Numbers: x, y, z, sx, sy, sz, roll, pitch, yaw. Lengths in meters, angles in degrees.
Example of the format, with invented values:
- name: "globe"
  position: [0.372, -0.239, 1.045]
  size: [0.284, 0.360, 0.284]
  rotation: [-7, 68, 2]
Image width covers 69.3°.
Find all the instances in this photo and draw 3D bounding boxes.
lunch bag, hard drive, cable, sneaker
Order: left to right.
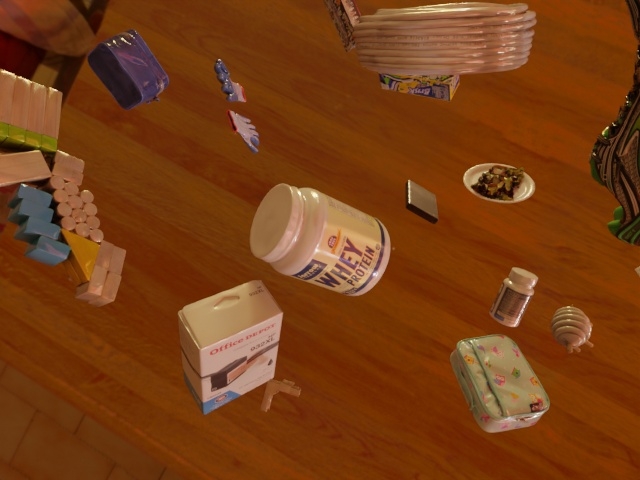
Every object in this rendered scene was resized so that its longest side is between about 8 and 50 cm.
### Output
- name: "lunch bag"
  position: [-0.259, -0.234, 0.643]
  size: [0.067, 0.065, 0.098]
  rotation: [-7, 126, 41]
- name: "hard drive"
  position: [0.274, -0.106, 1.262]
  size: [0.094, 0.135, 0.022]
  rotation: [29, 124, -10]
- name: "cable"
  position: [0.173, -0.294, 0.680]
  size: [0.257, 0.257, 0.089]
  rotation: [25, 126, 45]
- name: "lunch bag"
  position: [0.523, 0.421, 1.380]
  size: [0.223, 0.108, 0.279]
  rotation: [-1, 45, -17]
- name: "sneaker"
  position: [0.369, -0.123, 0.516]
  size: [0.146, 0.134, 0.344]
  rotation: [6, 127, 46]

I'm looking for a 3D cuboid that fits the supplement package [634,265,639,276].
- name: "supplement package"
  position: [0.855, 0.072, 1.061]
  size: [0.105, 0.105, 0.179]
  rotation: [28, 125, -26]

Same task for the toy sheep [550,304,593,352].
- name: "toy sheep"
  position: [0.568, 0.201, 1.049]
  size: [0.091, 0.132, 0.091]
  rotation: [13, 131, 15]

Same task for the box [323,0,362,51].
- name: "box"
  position: [0.043, -0.443, 0.891]
  size: [0.027, 0.094, 0.137]
  rotation: [-29, 103, -6]

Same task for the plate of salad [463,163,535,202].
- name: "plate of salad"
  position: [0.518, -0.176, 1.341]
  size: [0.199, 0.200, 0.048]
  rotation: [6, 133, 9]

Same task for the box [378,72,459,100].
- name: "box"
  position: [0.219, -0.363, 1.033]
  size: [0.168, 0.054, 0.059]
  rotation: [20, 70, 24]

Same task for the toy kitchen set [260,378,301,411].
- name: "toy kitchen set"
  position: [-0.098, 0.396, 1.174]
  size: [0.083, 0.068, 0.075]
  rotation: [15, 83, 6]

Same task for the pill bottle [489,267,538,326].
- name: "pill bottle"
  position: [0.493, 0.143, 1.179]
  size: [0.078, 0.078, 0.137]
  rotation: [21, 109, 9]

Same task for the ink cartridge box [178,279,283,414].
- name: "ink cartridge box"
  position: [-0.231, 0.277, 1.194]
  size: [0.223, 0.308, 0.129]
  rotation: [-20, 51, -30]

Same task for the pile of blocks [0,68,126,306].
- name: "pile of blocks"
  position: [-0.418, -0.060, 0.674]
  size: [0.112, 0.149, 0.362]
  rotation: [-21, 92, 35]

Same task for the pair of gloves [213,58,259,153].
- name: "pair of gloves"
  position: [-0.178, -0.289, 1.012]
  size: [0.023, 0.159, 0.198]
  rotation: [-19, 89, 10]

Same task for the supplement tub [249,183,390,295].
- name: "supplement tub"
  position: [0.000, 0.000, 1.242]
  size: [0.324, 0.235, 0.236]
  rotation: [22, 93, -32]
